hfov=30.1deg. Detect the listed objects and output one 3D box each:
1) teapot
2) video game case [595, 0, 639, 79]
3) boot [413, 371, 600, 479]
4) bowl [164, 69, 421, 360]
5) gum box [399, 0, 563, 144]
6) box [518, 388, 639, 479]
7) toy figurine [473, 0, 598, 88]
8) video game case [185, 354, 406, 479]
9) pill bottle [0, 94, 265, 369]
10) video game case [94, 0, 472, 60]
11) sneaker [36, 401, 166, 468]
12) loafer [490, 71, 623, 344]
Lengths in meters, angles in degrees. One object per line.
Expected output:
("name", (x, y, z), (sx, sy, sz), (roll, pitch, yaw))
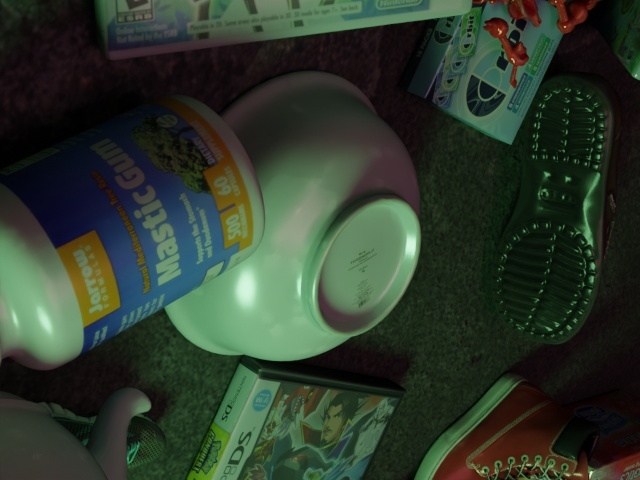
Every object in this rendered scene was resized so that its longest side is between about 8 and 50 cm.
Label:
("teapot", (-0.280, 0.191, 0.893), (0.252, 0.187, 0.256), (-18, 159, 11))
("video game case", (0.382, -0.299, 1.309), (0.023, 0.193, 0.212), (22, 114, -10))
("boot", (0.245, 0.300, 1.543), (0.244, 0.176, 0.088), (-44, 140, -18))
("bowl", (0.000, 0.000, 1.126), (0.298, 0.134, 0.298), (-25, 129, -35))
("gum box", (0.179, -0.202, 1.269), (0.184, 0.041, 0.157), (19, 98, -50))
("box", (0.408, 0.340, 1.771), (0.300, 0.142, 0.154), (-6, 117, -45))
("toy figurine", (0.340, -0.310, 1.202), (0.362, 0.217, 0.191), (-48, 133, -28))
("video game case", (-0.039, 0.258, 1.319), (0.275, 0.035, 0.248), (18, 99, -51))
("pill bottle", (-0.189, 0.004, 0.907), (0.272, 0.152, 0.152), (-31, 133, -32))
("video game case", (-0.019, -0.302, 0.914), (0.329, 0.036, 0.300), (-11, 122, -20))
("sneaker", (-0.196, 0.193, 1.075), (0.166, 0.076, 0.065), (13, 104, -50))
("loafer", (0.305, -0.038, 1.433), (0.130, 0.133, 0.366), (-38, 143, -50))
